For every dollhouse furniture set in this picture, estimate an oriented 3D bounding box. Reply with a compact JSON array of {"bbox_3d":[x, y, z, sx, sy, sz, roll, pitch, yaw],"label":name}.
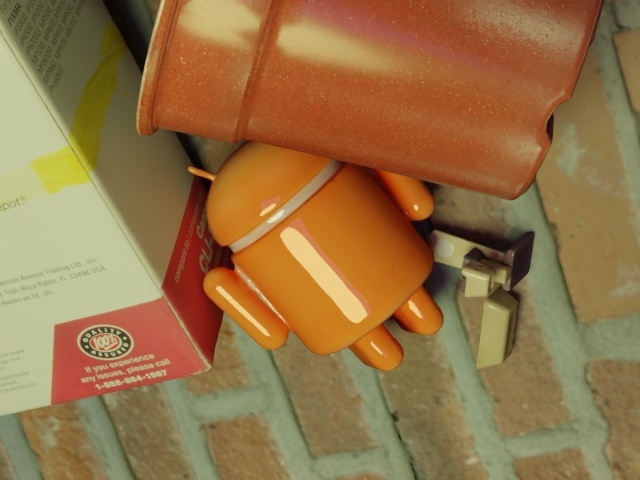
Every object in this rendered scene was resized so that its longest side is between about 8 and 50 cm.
[{"bbox_3d":[0.107,0.049,1.270,0.081,0.091,0.114,17,120,25],"label":"dollhouse furniture set"}]

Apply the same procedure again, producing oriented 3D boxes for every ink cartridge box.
[{"bbox_3d":[-0.269,-0.059,1.217,0.279,0.160,0.385,-12,127,20],"label":"ink cartridge box"}]

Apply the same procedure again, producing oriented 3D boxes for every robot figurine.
[{"bbox_3d":[0.001,-0.001,1.246,0.158,0.128,0.219,-37,98,30],"label":"robot figurine"}]

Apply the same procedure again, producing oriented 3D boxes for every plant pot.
[{"bbox_3d":[0.042,-0.161,1.105,0.265,0.272,0.272,18,116,-1],"label":"plant pot"}]
